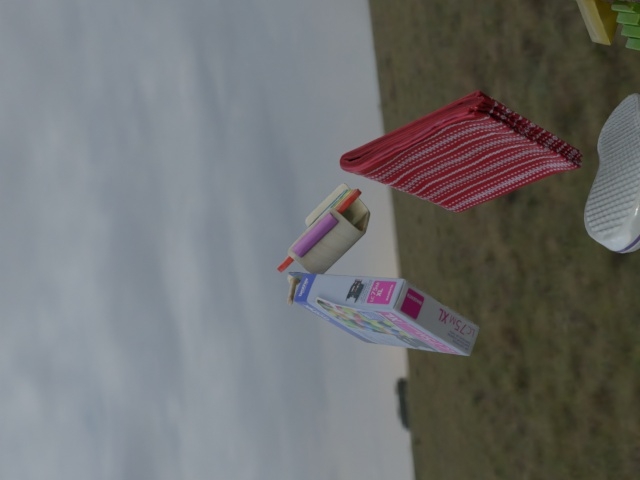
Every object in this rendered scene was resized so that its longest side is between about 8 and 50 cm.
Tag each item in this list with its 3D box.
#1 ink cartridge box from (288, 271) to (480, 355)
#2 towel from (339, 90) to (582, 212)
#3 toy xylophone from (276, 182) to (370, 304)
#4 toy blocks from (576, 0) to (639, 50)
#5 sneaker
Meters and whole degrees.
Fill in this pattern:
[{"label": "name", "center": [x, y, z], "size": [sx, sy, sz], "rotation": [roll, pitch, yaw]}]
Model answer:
[{"label": "ink cartridge box", "center": [0.089, 0.119, 1.806], "size": [0.186, 0.311, 0.065], "rotation": [32, -106, -33]}, {"label": "towel", "center": [0.175, -0.095, 1.318], "size": [0.275, 0.199, 0.031], "rotation": [16, -122, -51]}, {"label": "toy xylophone", "center": [0.000, 0.000, 2.029], "size": [0.081, 0.236, 0.322], "rotation": [45, -176, -4]}, {"label": "toy blocks", "center": [0.283, -0.348, 1.254], "size": [0.381, 0.261, 0.190], "rotation": [-136, 62, -68]}, {"label": "sneaker", "center": [0.379, -0.050, 1.170], "size": [0.102, 0.161, 0.282], "rotation": [-50, 6, 38]}]
